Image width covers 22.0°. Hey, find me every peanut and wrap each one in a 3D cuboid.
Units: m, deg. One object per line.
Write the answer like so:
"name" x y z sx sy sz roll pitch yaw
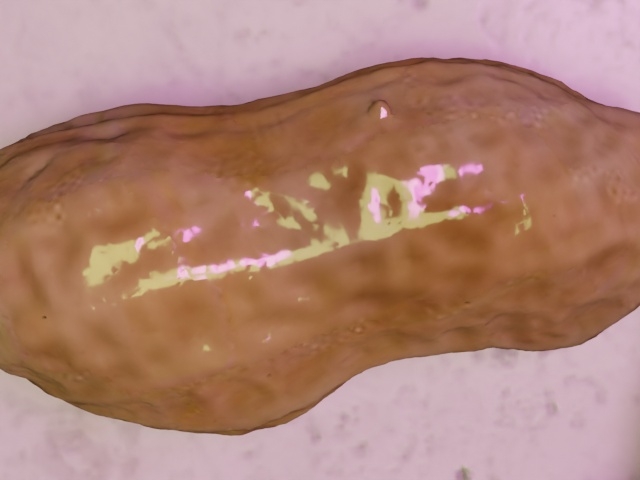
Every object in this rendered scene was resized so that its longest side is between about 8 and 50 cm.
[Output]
"peanut" 0.000 0.000 0.694 0.313 0.149 0.149 -13 99 0
